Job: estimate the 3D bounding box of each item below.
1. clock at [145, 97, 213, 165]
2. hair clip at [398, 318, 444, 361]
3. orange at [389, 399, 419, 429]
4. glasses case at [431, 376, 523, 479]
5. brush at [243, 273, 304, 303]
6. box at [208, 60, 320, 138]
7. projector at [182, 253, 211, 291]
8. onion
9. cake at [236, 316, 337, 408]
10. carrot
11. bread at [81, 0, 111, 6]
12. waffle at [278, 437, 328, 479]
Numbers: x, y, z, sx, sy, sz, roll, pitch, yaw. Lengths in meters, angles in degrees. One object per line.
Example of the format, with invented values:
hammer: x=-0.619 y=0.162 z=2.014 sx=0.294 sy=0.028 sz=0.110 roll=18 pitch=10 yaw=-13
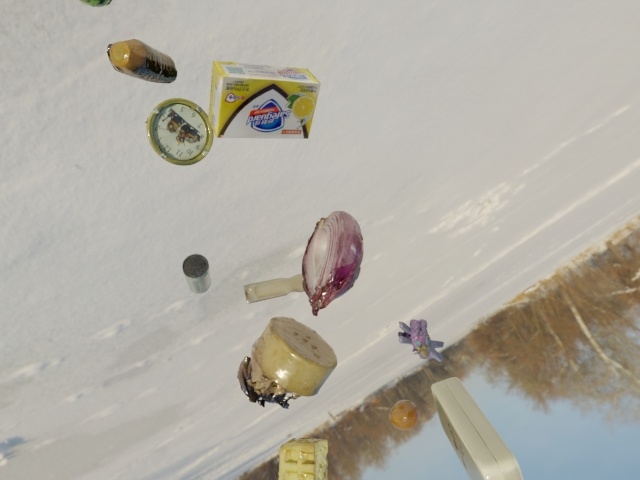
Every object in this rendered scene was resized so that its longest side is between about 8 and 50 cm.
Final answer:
clock: x=-0.496 y=-0.380 z=1.577 sx=0.237 sy=0.236 sz=0.057 roll=-19 pitch=-162 yaw=-33
hair clip: x=0.344 y=0.338 z=1.508 sx=0.091 sy=0.136 sz=0.278 roll=-6 pitch=150 yaw=29
orange: x=0.228 y=0.475 z=1.219 sx=0.085 sy=0.085 sz=0.085 roll=-29 pitch=160 yaw=-12
glasses case: x=0.321 y=0.420 z=0.936 sx=0.070 sy=0.131 sz=0.313 roll=-18 pitch=-167 yaw=0
brush: x=-0.080 y=0.140 z=1.404 sx=0.322 sy=0.060 sz=0.050 roll=-10 pitch=162 yaw=-18
box: x=-0.147 y=-0.359 z=1.163 sx=0.266 sy=0.097 sz=0.168 roll=-4 pitch=131 yaw=-28
projector: x=-0.528 y=0.150 z=1.925 sx=0.108 sy=0.108 sz=0.337 roll=-26 pitch=170 yaw=-18
onion: x=0.035 y=0.073 z=1.159 sx=0.120 sy=0.283 sz=0.227 roll=20 pitch=148 yaw=-18
cake: x=-0.142 y=0.505 z=1.740 sx=0.321 sy=0.332 sz=0.332 roll=-55 pitch=155 yaw=11
carrot: x=-0.393 y=-0.400 z=1.000 sx=0.082 sy=0.082 sz=0.173 roll=-41 pitch=179 yaw=21
bread: x=-0.545 y=-0.614 z=1.049 sx=0.071 sy=0.139 sz=0.130 roll=-20 pitch=180 yaw=34
waffle: x=-0.054 y=0.700 z=1.249 sx=0.057 sy=0.273 sz=0.168 roll=23 pitch=148 yaw=-38
